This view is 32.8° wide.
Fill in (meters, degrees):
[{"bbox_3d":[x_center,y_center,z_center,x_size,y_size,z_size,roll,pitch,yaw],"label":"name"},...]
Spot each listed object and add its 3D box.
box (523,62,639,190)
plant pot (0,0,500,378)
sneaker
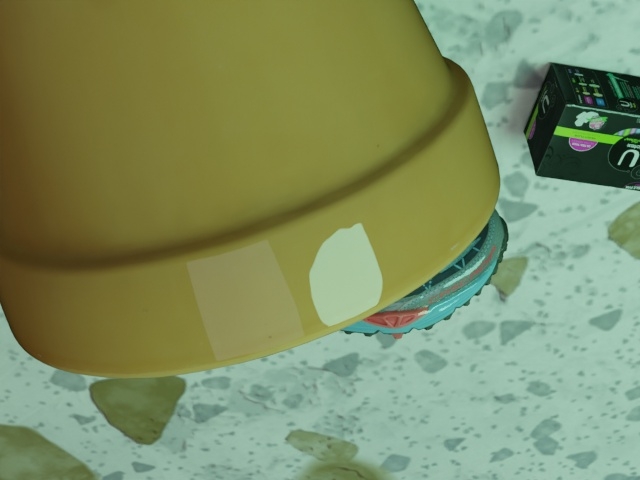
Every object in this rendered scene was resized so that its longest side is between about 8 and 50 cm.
[{"bbox_3d":[0.190,-0.076,0.736,0.083,0.052,0.062,7,131,-9],"label":"box"},{"bbox_3d":[-0.067,-0.091,0.587,0.290,0.291,0.203,-13,115,10],"label":"plant pot"},{"bbox_3d":[0.000,0.000,0.758,0.261,0.104,0.125,-8,139,6],"label":"sneaker"}]
